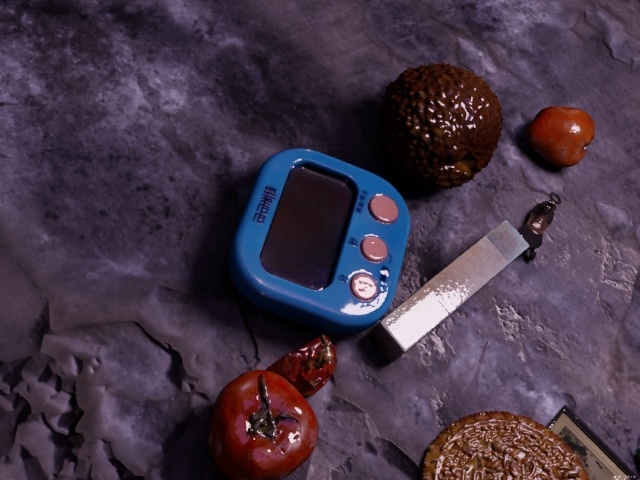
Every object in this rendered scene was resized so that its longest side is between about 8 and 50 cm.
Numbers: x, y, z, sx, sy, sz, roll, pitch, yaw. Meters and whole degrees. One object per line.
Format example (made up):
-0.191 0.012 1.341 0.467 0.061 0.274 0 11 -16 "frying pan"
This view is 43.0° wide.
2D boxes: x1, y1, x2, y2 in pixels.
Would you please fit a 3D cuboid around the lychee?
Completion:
0.229 -0.236 1.623 0.267 0.267 0.267 7 63 -14 "lychee"

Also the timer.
0.000 0.000 1.507 0.309 0.115 0.340 21 57 -7 "timer"

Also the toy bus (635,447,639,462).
0.678 0.497 1.494 0.109 0.091 0.261 -4 67 -30 "toy bus"

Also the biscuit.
0.321 0.430 1.396 0.305 0.038 0.305 1 53 -1 "biscuit"

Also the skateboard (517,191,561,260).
0.452 -0.038 1.690 0.067 0.080 0.151 33 57 8 "skateboard"

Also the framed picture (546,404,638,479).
0.468 0.436 1.500 0.195 0.010 0.199 46 61 8 "framed picture"

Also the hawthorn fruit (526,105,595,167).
0.524 -0.236 1.784 0.138 0.133 0.133 21 60 6 "hawthorn fruit"

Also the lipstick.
0.251 0.093 1.565 0.371 0.080 0.076 -35 80 -28 "lipstick"

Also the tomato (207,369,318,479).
-0.102 0.304 1.311 0.187 0.151 0.187 6 70 -17 "tomato"

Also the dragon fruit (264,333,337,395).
-0.023 0.221 1.403 0.162 0.106 0.083 -22 73 -28 "dragon fruit"
